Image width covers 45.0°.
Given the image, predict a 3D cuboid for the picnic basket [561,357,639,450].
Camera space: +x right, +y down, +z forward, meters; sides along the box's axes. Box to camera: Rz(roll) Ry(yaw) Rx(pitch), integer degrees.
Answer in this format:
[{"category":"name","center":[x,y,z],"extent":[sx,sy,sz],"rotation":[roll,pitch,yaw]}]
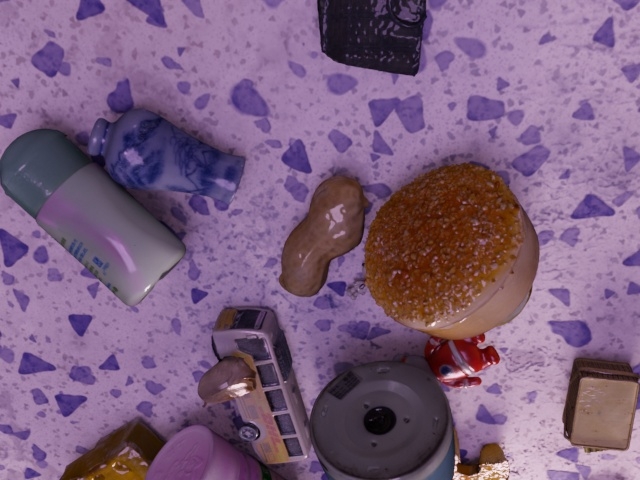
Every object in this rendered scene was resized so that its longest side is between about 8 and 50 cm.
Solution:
[{"category":"picnic basket","center":[0.528,0.309,1.458],"extent":[0.115,0.079,0.164],"rotation":[6,109,6]}]

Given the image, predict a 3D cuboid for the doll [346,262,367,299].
[{"category":"doll","center":[0.088,0.081,1.437],"extent":[0.058,0.040,0.085],"rotation":[32,114,5]}]

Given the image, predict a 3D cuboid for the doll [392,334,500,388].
[{"category":"doll","center":[0.219,0.248,1.488],"extent":[0.245,0.076,0.142],"rotation":[-30,103,17]}]

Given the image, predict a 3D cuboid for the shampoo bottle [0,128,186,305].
[{"category":"shampoo bottle","center":[-0.408,-0.049,1.359],"extent":[0.349,0.222,0.151],"rotation":[43,76,-5]}]

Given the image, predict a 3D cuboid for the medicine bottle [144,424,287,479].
[{"category":"medicine bottle","center":[-0.180,0.546,1.591],"extent":[0.212,0.212,0.325],"rotation":[-33,121,23]}]

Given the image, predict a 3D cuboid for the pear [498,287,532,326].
[{"category":"pear","center":[0.299,0.080,1.372],"extent":[0.141,0.104,0.141],"rotation":[-2,100,-9]}]

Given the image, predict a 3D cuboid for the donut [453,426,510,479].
[{"category":"donut","center":[0.292,0.461,1.591],"extent":[0.181,0.078,0.146],"rotation":[19,120,-9]}]

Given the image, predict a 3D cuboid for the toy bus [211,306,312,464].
[{"category":"toy bus","center":[-0.115,0.295,1.545],"extent":[0.137,0.097,0.343],"rotation":[-8,116,14]}]

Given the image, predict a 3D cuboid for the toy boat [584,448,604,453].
[{"category":"toy boat","center":[0.545,0.374,1.538],"extent":[0.063,0.016,0.115],"rotation":[-16,114,17]}]

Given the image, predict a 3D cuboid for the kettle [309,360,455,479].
[{"category":"kettle","center":[0.115,0.401,1.468],"extent":[0.247,0.319,0.342],"rotation":[-32,136,-15]}]

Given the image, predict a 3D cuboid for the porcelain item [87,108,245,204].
[{"category":"porcelain item","center":[-0.262,-0.140,1.321],"extent":[0.259,0.141,0.141],"rotation":[17,119,-13]}]

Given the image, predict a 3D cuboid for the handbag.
[{"category":"handbag","center":[0.082,-0.384,1.172],"extent":[0.175,0.089,0.271],"rotation":[1,118,0]}]

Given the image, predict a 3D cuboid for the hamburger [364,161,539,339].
[{"category":"hamburger","center":[0.204,0.018,1.248],"extent":[0.302,0.302,0.170],"rotation":[-35,127,23]}]

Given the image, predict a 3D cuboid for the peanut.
[{"category":"peanut","center":[0.000,0.000,1.371],"extent":[0.117,0.101,0.263],"rotation":[40,118,9]}]

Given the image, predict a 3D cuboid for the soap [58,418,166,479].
[{"category":"soap","center":[-0.408,0.568,1.709],"extent":[0.259,0.143,0.281],"rotation":[-33,109,18]}]

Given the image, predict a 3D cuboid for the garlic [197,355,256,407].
[{"category":"garlic","center":[-0.188,0.274,1.452],"extent":[0.152,0.066,0.084],"rotation":[-26,113,18]}]
